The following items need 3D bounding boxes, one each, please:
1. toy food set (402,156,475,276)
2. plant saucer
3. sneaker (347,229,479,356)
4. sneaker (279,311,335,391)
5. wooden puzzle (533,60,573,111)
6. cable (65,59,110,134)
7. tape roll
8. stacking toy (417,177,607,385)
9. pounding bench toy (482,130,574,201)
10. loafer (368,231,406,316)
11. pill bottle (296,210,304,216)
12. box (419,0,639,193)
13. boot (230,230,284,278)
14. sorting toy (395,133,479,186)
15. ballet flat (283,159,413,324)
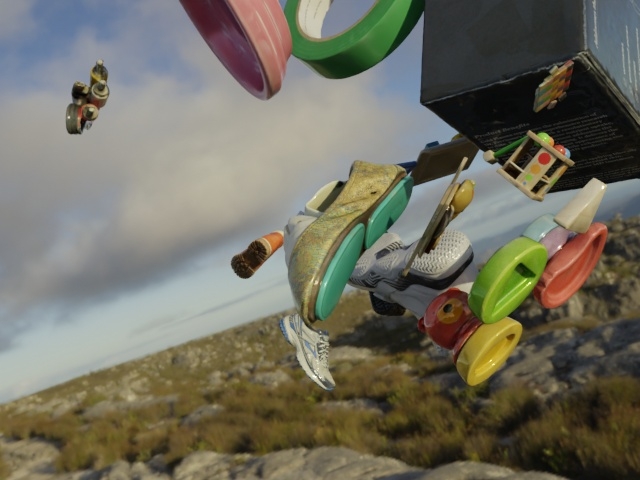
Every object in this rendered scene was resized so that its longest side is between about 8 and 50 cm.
[{"bbox_3d":[0.180,-0.028,0.983,0.192,0.039,0.132,-53,-12,-48],"label":"toy food set"},{"bbox_3d":[-0.151,-0.390,1.117,0.084,0.332,0.332,-37,-1,-8],"label":"plant saucer"},{"bbox_3d":[0.176,0.100,1.271,0.137,0.210,0.366,-39,15,-26],"label":"sneaker"},{"bbox_3d":[-0.009,0.162,1.029,0.058,0.135,0.052,-34,-20,4],"label":"sneaker"},{"bbox_3d":[0.266,-0.175,0.780,0.049,0.006,0.083,-36,-26,-6],"label":"wooden puzzle"},{"bbox_3d":[-0.460,-0.253,1.371,0.072,0.139,0.287,13,-11,-13],"label":"cable"},{"bbox_3d":[0.066,-0.478,1.351,0.321,0.321,0.077,-22,-35,33],"label":"tape roll"},{"bbox_3d":[0.279,0.035,1.018,0.309,0.130,0.279,-38,-35,-16],"label":"stacking toy"},{"bbox_3d":[0.236,-0.096,0.778,0.065,0.083,0.052,-54,-25,18],"label":"pounding bench toy"},{"bbox_3d":[0.139,0.076,1.472,0.080,0.220,0.078,-24,-42,27],"label":"loafer"},{"bbox_3d":[0.000,0.000,1.531,0.086,0.152,0.086,-56,1,2],"label":"pill bottle"},{"bbox_3d":[0.439,-0.399,1.276,0.297,0.479,0.472,-10,-23,39],"label":"box"},{"bbox_3d":[-0.135,0.030,1.494,0.158,0.059,0.085,-36,1,45],"label":"boot"},{"bbox_3d":[0.296,-0.202,1.628,0.348,0.047,0.196,-18,-18,-15],"label":"sorting toy"},{"bbox_3d":[0.017,-0.012,0.895,0.123,0.123,0.348,-22,17,36],"label":"ballet flat"}]
